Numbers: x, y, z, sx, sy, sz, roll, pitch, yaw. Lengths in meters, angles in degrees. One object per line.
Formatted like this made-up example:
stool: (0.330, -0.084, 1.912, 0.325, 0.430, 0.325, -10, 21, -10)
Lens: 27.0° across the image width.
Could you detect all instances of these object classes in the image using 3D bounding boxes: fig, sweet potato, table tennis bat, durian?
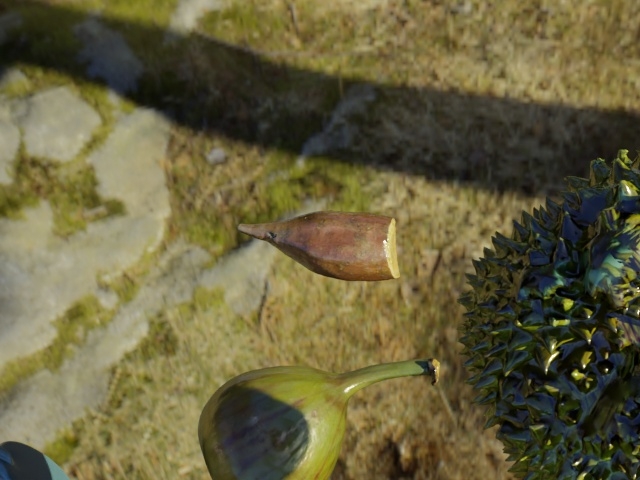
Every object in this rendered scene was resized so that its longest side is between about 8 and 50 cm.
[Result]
fig: (-0.005, 0.171, 1.371, 0.259, 0.151, 0.151, -36, 60, 1)
sweet potato: (0.000, 0.000, 0.919, 0.117, 0.049, 0.049, 9, 57, -1)
table tennis bat: (-0.364, 0.269, 1.575, 0.033, 0.201, 0.124, -47, 32, 10)
durian: (0.229, 0.074, 0.985, 0.291, 0.224, 0.291, 3, 97, 24)
